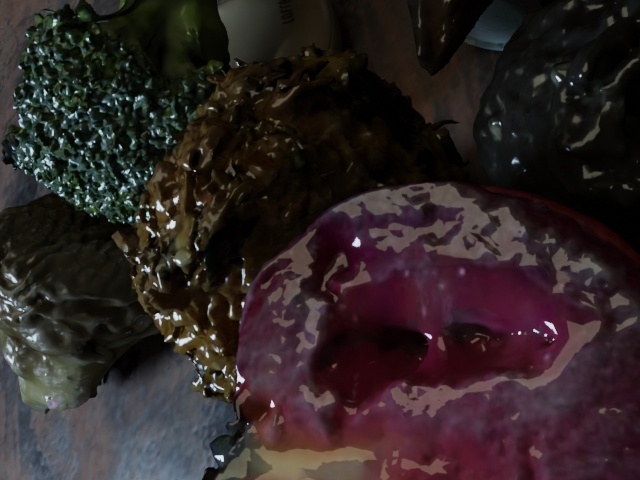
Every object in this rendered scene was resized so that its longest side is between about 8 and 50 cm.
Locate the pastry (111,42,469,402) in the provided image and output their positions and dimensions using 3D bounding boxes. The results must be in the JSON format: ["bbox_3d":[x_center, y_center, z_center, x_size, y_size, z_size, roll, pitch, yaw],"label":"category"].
[{"bbox_3d":[0.000,0.000,1.058,0.193,0.275,0.275,29,86,36],"label":"pastry"}]

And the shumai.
[{"bbox_3d":[-0.193,0.060,1.312,0.166,0.206,0.175,40,131,48],"label":"shumai"}]

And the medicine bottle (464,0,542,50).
[{"bbox_3d":[0.185,-0.357,1.216,0.108,0.108,0.426,3,65,48],"label":"medicine bottle"}]

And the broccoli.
[{"bbox_3d":[-0.115,-0.167,1.250,0.221,0.252,0.361,-3,43,25],"label":"broccoli"}]

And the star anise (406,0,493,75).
[{"bbox_3d":[0.116,-0.265,1.079,0.292,0.109,0.349,-38,68,0],"label":"star anise"}]

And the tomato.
[{"bbox_3d":[0.092,0.141,0.913,0.290,0.176,0.334,7,86,26],"label":"tomato"}]

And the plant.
[{"bbox_3d":[0.214,-0.072,0.920,0.234,0.204,0.178,8,66,58],"label":"plant"}]

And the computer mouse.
[{"bbox_3d":[-0.084,-0.135,1.368,0.236,0.082,0.145,-32,45,27],"label":"computer mouse"}]
